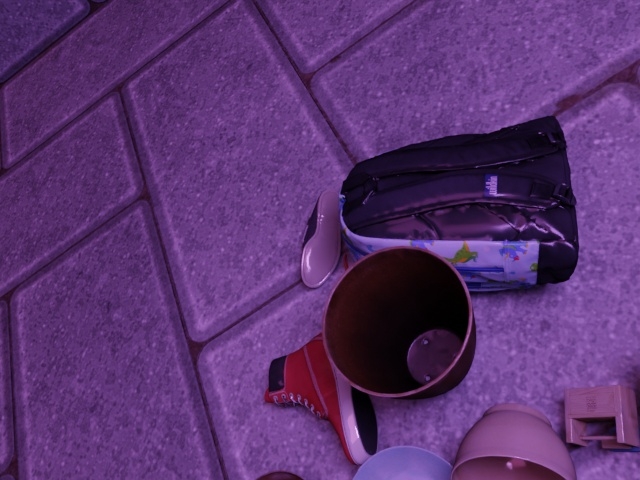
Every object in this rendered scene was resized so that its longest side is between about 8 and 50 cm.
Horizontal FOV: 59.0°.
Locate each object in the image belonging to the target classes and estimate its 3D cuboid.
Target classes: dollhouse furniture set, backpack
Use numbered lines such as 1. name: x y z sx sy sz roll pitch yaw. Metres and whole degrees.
1. dollhouse furniture set: 0.447 0.215 0.758 0.184 0.129 0.128 -26 48 51
2. backpack: 0.205 -0.042 0.939 0.356 0.273 0.290 1 56 7

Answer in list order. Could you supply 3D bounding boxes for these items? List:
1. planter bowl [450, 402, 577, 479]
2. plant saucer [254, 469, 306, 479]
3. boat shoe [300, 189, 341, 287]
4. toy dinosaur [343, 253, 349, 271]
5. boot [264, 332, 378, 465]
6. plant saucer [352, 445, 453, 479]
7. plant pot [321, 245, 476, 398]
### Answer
1. planter bowl: 0.269 0.297 0.782 0.162 0.162 0.109 -6 36 26
2. plant saucer: -0.066 0.472 0.938 0.169 0.029 0.168 -13 60 23
3. boat shoe: 0.000 0.000 1.149 0.065 0.075 0.206 148 136 -68
4. toy dinosaur: 0.051 0.087 1.058 0.047 0.090 0.082 -29 21 31
5. boot: -0.008 0.288 0.973 0.176 0.088 0.244 -30 48 14
6. plant saucer: 0.135 0.408 0.844 0.195 0.037 0.194 -6 72 19
7. plant pot: 0.148 0.151 0.865 0.216 0.230 0.215 -13 60 23
